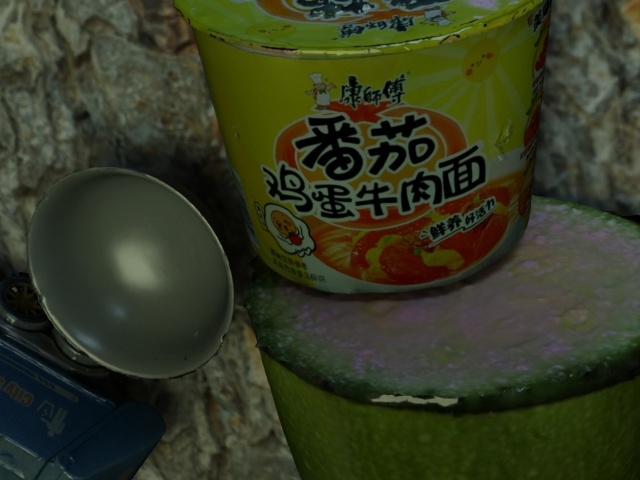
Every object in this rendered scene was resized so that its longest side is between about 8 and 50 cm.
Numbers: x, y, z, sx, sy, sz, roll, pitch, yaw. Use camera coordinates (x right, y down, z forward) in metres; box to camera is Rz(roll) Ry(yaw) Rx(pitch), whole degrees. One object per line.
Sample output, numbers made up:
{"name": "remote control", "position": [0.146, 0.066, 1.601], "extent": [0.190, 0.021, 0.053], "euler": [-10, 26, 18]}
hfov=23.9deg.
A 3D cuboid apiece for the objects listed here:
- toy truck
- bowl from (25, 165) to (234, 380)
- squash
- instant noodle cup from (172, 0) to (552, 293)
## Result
{"name": "toy truck", "position": [-0.316, 0.111, 1.294], "extent": [0.367, 0.175, 0.146], "euler": [31, 125, -5]}
{"name": "bowl", "position": [-0.139, 0.014, 1.241], "extent": [0.189, 0.086, 0.189], "euler": [10, 117, 20]}
{"name": "squash", "position": [0.103, 0.158, 1.088], "extent": [0.310, 0.310, 0.309], "euler": [7, 117, 20]}
{"name": "instant noodle cup", "position": [0.041, -0.098, 1.028], "extent": [0.264, 0.264, 0.200], "euler": [6, 123, 20]}
